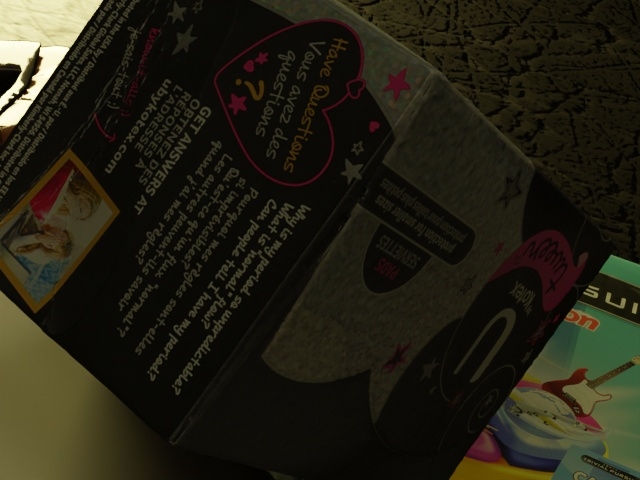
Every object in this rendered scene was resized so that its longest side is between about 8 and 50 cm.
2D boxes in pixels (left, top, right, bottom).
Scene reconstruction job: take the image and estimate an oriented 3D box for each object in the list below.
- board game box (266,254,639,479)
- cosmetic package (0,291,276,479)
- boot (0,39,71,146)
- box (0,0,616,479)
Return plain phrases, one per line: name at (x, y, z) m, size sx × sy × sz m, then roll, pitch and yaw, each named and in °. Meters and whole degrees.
board game box at (0.069, 0.093, 0.873) m, size 0.253 × 0.079 × 0.336 m, roll 20°, pitch 32°, yaw 6°
cosmetic package at (-0.140, 0.147, 0.629) m, size 0.217 × 0.156 × 0.385 m, roll -15°, pitch 42°, yaw -40°
boot at (-0.061, -0.024, 0.899) m, size 0.280 × 0.096 × 0.264 m, roll 4°, pitch 25°, yaw -17°
box at (0.000, 0.000, 0.660) m, size 0.142 × 0.163 × 0.247 m, roll 37°, pitch 3°, yaw 27°
